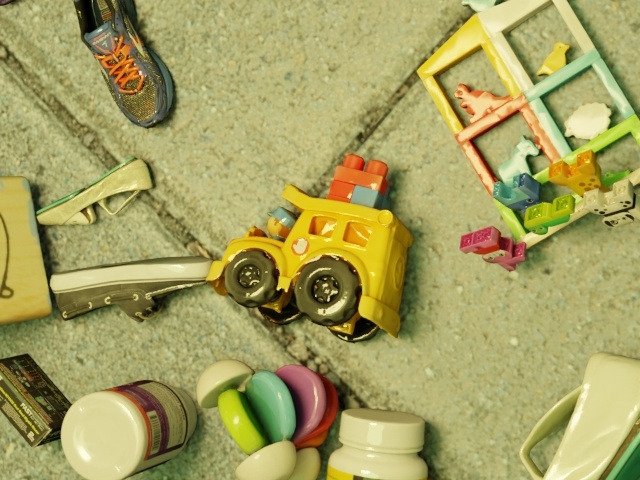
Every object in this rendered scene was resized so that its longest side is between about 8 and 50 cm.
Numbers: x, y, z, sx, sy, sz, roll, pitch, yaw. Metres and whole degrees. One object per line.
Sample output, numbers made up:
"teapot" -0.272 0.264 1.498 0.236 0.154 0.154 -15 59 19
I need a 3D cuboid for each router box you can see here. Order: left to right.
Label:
"router box" -0.372 0.204 1.816 0.038 0.092 0.122 -46 78 13

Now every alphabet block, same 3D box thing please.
"alphabet block" -0.483 0.027 1.773 0.193 0.197 0.192 -13 88 32

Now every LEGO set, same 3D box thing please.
"LEGO set" 0.275 -0.034 1.574 0.227 0.093 0.087 -20 49 43

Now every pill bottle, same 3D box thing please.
"pill bottle" -0.222 0.225 1.715 0.108 0.193 0.108 0 91 18
"pill bottle" 0.063 0.308 1.665 0.119 0.119 0.208 6 93 18

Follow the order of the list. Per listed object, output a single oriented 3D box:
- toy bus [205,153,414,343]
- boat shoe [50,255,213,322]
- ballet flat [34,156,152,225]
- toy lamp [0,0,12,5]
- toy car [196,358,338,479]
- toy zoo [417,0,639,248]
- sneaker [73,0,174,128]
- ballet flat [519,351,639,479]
"toy bus" 0.000 0.000 1.675 0.220 0.149 0.211 11 82 20
"boat shoe" -0.235 0.066 1.778 0.228 0.080 0.076 -7 95 19
"ballet flat" -0.288 -0.048 1.804 0.168 0.057 0.052 -28 93 17
"toy lamp" -0.490 -0.324 1.851 0.275 0.080 0.080 -11 88 18
"toy car" -0.047 0.204 1.669 0.136 0.182 0.159 -34 66 11
"toy zoo" 0.243 -0.161 1.642 0.192 0.030 0.293 -32 82 16
"sneaker" -0.258 -0.238 1.772 0.083 0.087 0.221 -30 82 17
"ballet flat" 0.264 0.301 1.609 0.139 0.139 0.400 32 96 15
